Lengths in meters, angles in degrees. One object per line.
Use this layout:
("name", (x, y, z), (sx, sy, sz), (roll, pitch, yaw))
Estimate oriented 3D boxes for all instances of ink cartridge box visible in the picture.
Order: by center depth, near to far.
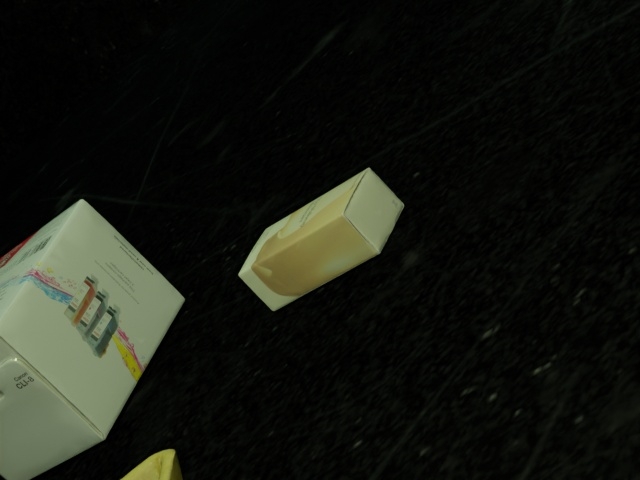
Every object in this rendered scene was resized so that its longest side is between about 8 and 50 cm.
("ink cartridge box", (-0.220, 0.084, 1.393), (0.128, 0.127, 0.176), (-30, 21, 37))

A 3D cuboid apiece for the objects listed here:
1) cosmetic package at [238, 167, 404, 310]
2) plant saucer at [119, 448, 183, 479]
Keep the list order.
("cosmetic package", (0.000, 0.000, 1.227), (0.115, 0.041, 0.060), (-31, 20, 39))
("plant saucer", (-0.178, 0.297, 0.848), (0.333, 0.081, 0.333), (-40, 17, 14))
